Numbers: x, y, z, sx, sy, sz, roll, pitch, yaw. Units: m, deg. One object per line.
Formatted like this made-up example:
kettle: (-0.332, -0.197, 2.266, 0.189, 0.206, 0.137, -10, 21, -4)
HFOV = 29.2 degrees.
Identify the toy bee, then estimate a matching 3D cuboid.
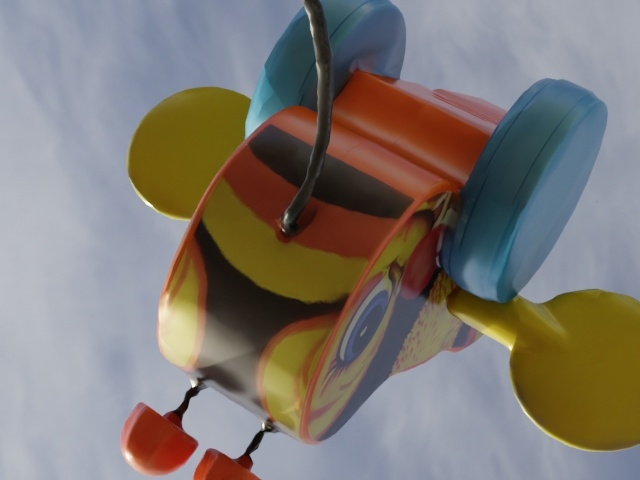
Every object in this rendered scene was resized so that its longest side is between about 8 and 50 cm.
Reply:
toy bee: (0.000, 0.000, 0.382, 0.195, 0.298, 0.162, 31, -86, 41)
